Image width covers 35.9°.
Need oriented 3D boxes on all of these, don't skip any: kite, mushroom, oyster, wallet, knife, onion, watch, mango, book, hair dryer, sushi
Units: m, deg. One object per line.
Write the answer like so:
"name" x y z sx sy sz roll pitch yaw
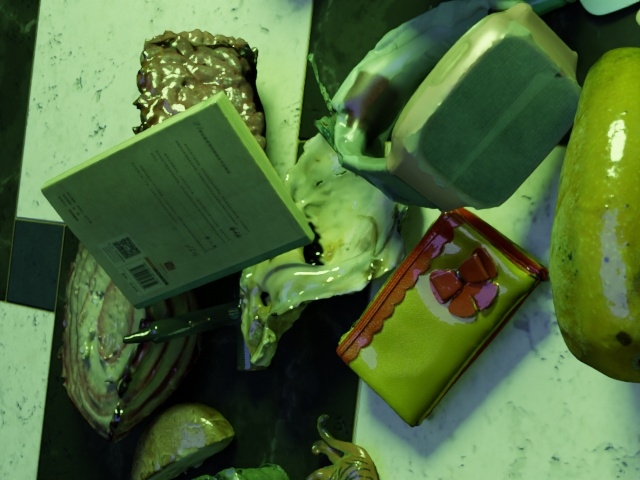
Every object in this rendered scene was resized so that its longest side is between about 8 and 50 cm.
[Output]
"kite" 0.016 -0.147 1.169 0.011 0.139 0.157 -18 99 23
"mushroom" -0.212 0.291 1.394 0.209 0.072 0.094 -35 56 33
"oyster" 0.007 0.003 1.221 0.271 0.100 0.275 -23 53 35
"wallet" 0.127 0.084 1.112 0.141 0.067 0.241 41 115 14
"knife" 0.291 -0.270 1.056 0.260 0.034 0.063 -9 79 37
"onion" -0.273 0.105 1.430 0.280 0.146 0.315 33 114 51
"watch" 0.132 -0.154 1.086 0.253 0.161 0.241 -48 32 9
"mango" 0.302 -0.031 0.927 0.176 0.175 0.330 164 116 -71
"book" -0.174 -0.034 1.183 0.282 0.025 0.215 -20 117 26
"hair dryer" -0.163 0.088 1.304 0.050 0.194 0.173 155 114 -67
"sushi" -0.157 -0.143 1.305 0.236 0.170 0.270 106 161 -67

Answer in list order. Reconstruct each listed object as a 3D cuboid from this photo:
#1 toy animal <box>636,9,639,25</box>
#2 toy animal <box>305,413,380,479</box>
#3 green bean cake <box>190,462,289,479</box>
"toy animal" 0.400 -0.203 0.849 0.212 0.256 0.195 15 129 2
"toy animal" 0.042 0.326 1.194 0.099 0.056 0.241 -21 71 30
"green bean cake" -0.121 0.433 1.266 0.241 0.132 0.255 -37 62 31
